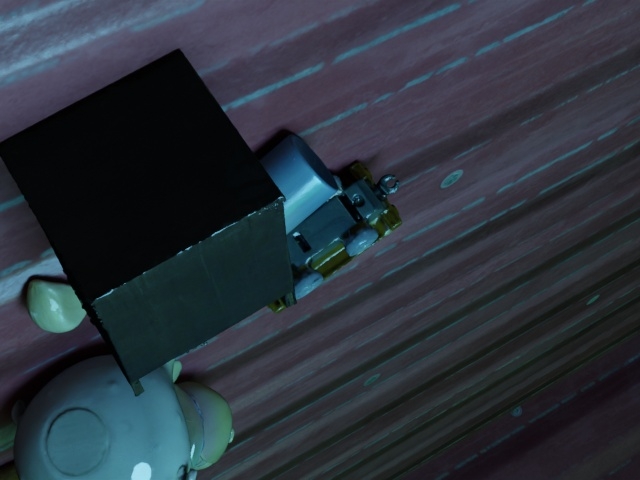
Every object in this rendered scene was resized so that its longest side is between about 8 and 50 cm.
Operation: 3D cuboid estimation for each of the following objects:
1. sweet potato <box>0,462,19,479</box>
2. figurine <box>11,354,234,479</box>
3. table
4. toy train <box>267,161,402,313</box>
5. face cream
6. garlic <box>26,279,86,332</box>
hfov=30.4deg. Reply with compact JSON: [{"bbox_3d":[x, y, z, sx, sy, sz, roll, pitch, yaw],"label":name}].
[{"bbox_3d":[-0.389,0.298,1.434,0.179,0.044,0.044,-31,159,-31],"label":"sweet potato"},{"bbox_3d":[-0.189,0.209,1.404,0.275,0.226,0.394,-66,163,0],"label":"figurine"},{"bbox_3d":[-0.137,-0.011,0.979,0.169,0.172,0.193,-30,154,-12],"label":"table"},{"bbox_3d":[0.000,0.000,1.326,0.219,0.089,0.127,-37,169,1],"label":"toy train"},{"bbox_3d":[-0.099,0.000,1.185,0.250,0.077,0.077,-39,158,11],"label":"face cream"},{"bbox_3d":[-0.254,0.063,1.140,0.083,0.041,0.053,-1,99,-64],"label":"garlic"}]
